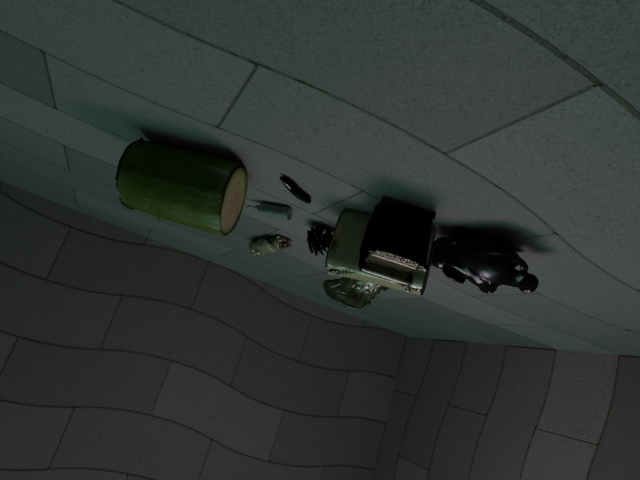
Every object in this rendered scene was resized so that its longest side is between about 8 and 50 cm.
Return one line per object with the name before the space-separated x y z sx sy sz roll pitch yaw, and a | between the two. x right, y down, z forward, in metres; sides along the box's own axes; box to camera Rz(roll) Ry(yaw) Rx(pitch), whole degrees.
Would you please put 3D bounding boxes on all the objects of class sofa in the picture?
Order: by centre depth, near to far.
sofa | 0.249 0.009 1.522 0.199 0.259 0.182 17 151 -2

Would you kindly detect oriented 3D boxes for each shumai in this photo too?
shumai | 0.182 0.142 1.854 0.329 0.289 0.292 13 145 35

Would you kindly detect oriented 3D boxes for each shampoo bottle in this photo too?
shampoo bottle | -0.213 -0.126 1.901 0.195 0.056 0.056 12 163 21

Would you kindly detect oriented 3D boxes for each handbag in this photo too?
handbag | 0.221 0.049 1.670 0.358 0.237 0.160 13 152 17

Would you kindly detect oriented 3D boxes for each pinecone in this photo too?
pinecone | 0.000 0.000 1.970 0.120 0.140 0.140 -11 163 -3

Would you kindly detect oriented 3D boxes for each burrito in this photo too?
burrito | -0.288 0.029 2.458 0.117 0.076 0.392 34 156 -26

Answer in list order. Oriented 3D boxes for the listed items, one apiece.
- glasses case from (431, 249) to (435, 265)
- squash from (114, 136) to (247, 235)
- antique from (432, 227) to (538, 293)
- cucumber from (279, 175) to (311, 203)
glasses case | 0.417 0.071 1.872 0.047 0.071 0.205 23 163 -31
squash | -0.475 -0.188 1.606 0.384 0.263 0.263 15 164 8
antique | 0.544 0.072 1.564 0.255 0.185 0.322 21 164 -39
cucumber | -0.087 -0.176 1.639 0.033 0.036 0.184 15 167 36
